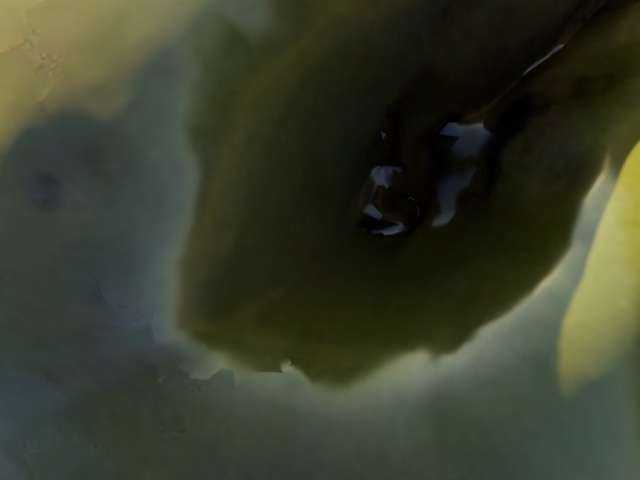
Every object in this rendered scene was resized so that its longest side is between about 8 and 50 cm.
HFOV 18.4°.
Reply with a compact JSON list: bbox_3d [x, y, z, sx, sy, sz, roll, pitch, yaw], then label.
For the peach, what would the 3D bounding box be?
[{"bbox_3d":[-0.001,-0.001,0.471,0.292,0.247,0.292,28,165,8],"label":"peach"}]
